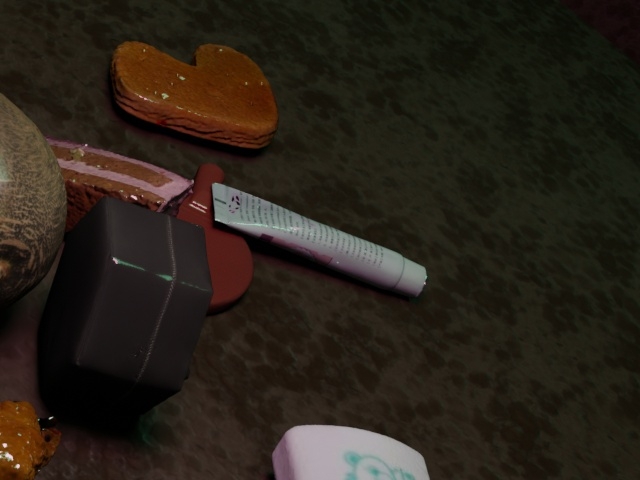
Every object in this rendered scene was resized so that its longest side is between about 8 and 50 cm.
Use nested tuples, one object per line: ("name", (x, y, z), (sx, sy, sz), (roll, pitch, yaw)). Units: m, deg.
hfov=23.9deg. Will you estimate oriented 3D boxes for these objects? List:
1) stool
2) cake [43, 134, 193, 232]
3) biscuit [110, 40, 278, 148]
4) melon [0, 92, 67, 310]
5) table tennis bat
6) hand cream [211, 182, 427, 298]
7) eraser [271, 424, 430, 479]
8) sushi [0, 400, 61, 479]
("stool", (-0.217, 0.075, 1.676), (0.141, 0.232, 0.232), (17, 34, -22))
("cake", (-0.302, -0.062, 1.909), (0.295, 0.112, 0.116), (22, 31, 22))
("biscuit", (-0.197, -0.232, 2.282), (0.277, 0.052, 0.262), (12, 32, -27))
("melon", (-0.416, -0.059, 1.669), (0.249, 0.248, 0.329), (1, 40, -40))
("table tennis bat", (-0.174, -0.011, 2.002), (0.200, 0.038, 0.310), (27, 32, -8))
("hand cream", (0.000, 0.000, 2.094), (0.331, 0.058, 0.085), (24, 35, -23))
("eraser", (0.056, 0.342, 1.645), (0.189, 0.104, 0.290), (12, 35, -22))
("sushi", (-0.378, 0.229, 1.406), (0.287, 0.149, 0.140), (-11, 27, -15))
